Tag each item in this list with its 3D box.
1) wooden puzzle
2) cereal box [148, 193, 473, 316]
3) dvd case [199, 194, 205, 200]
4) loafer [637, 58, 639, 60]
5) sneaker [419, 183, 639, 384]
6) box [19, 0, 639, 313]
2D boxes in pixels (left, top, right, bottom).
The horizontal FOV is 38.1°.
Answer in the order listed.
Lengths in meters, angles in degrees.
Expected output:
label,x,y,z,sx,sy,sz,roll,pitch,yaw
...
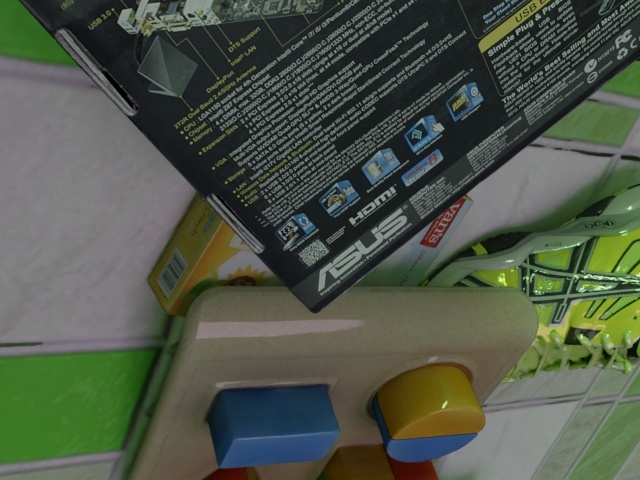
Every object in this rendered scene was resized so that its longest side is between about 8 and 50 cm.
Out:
label,x,y,z,sx,sy,sz,roll,pitch,yaw
wooden puzzle,0.003,0.187,0.831,0.322,0.080,0.347,2,133,-25
cereal box,0.000,0.000,0.768,0.240,0.047,0.173,16,114,-44
dvd case,0.022,-0.129,0.608,0.239,0.029,0.179,-11,121,-4
loafer,0.326,-0.227,0.803,0.303,0.095,0.109,-29,114,-35
sneaker,0.241,0.070,0.923,0.385,0.147,0.145,-27,139,-4
box,0.064,-0.178,0.457,0.395,0.097,0.318,-39,139,2
